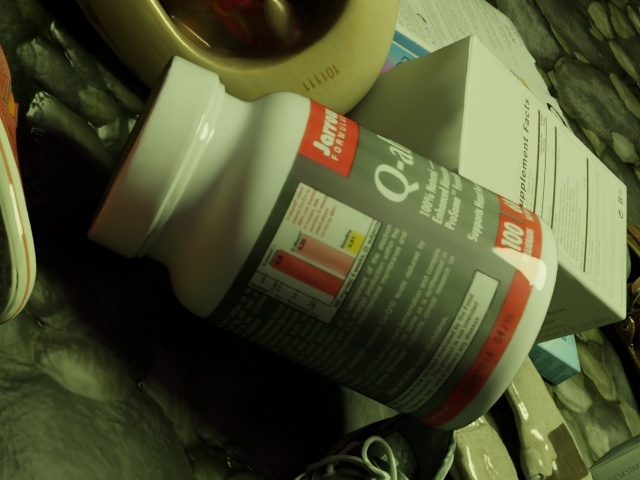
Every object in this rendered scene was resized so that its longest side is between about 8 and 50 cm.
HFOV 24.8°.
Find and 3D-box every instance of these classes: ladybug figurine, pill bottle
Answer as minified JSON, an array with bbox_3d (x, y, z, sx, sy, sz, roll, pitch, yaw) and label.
[{"bbox_3d":[-0.103,-0.312,1.403,0.449,0.305,0.162,60,0,-21],"label":"ladybug figurine"},{"bbox_3d":[0.000,0.000,1.243,0.363,0.210,0.210,26,38,-11],"label":"pill bottle"}]

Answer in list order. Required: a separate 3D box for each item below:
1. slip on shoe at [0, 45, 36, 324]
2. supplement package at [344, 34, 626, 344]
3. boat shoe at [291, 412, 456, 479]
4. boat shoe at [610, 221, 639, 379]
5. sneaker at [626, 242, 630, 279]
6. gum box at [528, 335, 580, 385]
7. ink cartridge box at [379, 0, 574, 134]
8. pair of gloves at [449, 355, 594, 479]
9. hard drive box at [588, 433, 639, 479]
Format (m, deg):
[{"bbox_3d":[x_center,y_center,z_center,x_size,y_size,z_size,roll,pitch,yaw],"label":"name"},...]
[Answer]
[{"bbox_3d":[-0.272,-0.082,1.113,0.101,0.123,0.331,16,43,-51],"label":"slip on shoe"},{"bbox_3d":[0.161,-0.036,1.478,0.293,0.177,0.175,37,48,-36],"label":"supplement package"},{"bbox_3d":[0.038,0.227,1.238,0.113,0.105,0.306,57,31,4],"label":"boat shoe"},{"bbox_3d":[0.414,0.094,1.881,0.104,0.111,0.307,31,27,-34],"label":"boat shoe"},{"bbox_3d":[0.312,-0.033,1.880,0.130,0.087,0.227,12,48,-46],"label":"sneaker"},{"bbox_3d":[0.222,0.064,1.704,0.184,0.041,0.157,32,38,-33],"label":"gum box"},{"bbox_3d":[0.134,-0.192,1.694,0.395,0.151,0.270,25,32,-37],"label":"ink cartridge box"},{"bbox_3d":[0.205,0.231,1.523,0.240,0.042,0.204,-25,85,-57],"label":"pair of gloves"},{"bbox_3d":[0.443,0.309,1.635,0.232,0.181,0.089,59,31,6],"label":"hard drive box"}]
